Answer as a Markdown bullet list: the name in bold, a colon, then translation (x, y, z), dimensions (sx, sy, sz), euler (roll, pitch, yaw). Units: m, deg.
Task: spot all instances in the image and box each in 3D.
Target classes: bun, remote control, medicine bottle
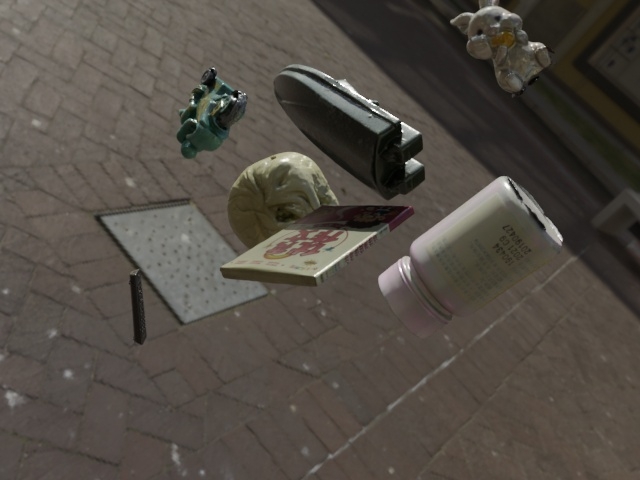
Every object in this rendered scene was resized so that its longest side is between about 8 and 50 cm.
- **bun**: translation (-0.071, -0.058, 1.375), dimensions (0.229, 0.229, 0.145), euler (36, 7, -9)
- **remote control**: translation (-0.226, 0.082, 0.863), dimensions (0.016, 0.091, 0.034), euler (-2, 13, -1)
- **medicine bottle**: translation (0.330, 0.042, 1.580), dimensions (0.213, 0.378, 0.213), euler (44, 21, -22)

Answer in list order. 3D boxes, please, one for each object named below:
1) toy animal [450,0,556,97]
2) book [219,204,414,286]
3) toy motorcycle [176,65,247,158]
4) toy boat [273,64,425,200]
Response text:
- **toy animal**: translation (0.210, -0.234, 0.817), dimensions (0.124, 0.071, 0.085), euler (46, 28, -5)
- **book**: translation (0.000, 0.000, 0.941), dimensions (0.232, 0.162, 0.022), euler (-33, 116, -45)
- **toy motorcycle**: translation (-0.253, -0.277, 1.591), dimensions (0.109, 0.198, 0.296), euler (33, 10, -31)
- **toy boat**: translation (0.028, -0.185, 1.075), dimensions (0.319, 0.092, 0.141), euler (40, -22, 35)
